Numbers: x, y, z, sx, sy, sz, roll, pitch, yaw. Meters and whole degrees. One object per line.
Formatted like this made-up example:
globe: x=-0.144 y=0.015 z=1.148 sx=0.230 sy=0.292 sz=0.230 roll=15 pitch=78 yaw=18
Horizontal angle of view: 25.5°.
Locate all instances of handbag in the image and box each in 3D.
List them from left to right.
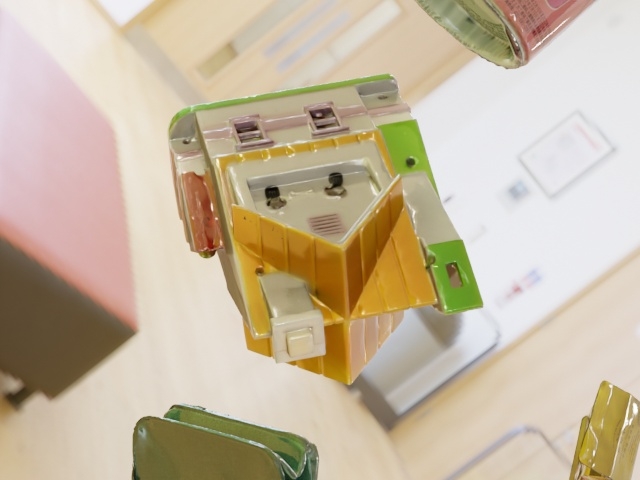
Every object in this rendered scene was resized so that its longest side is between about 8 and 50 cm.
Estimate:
handbag: x=-0.153 y=0.393 z=2.175 sx=0.326 sy=0.238 sz=0.089 roll=7 pitch=11 yaw=38

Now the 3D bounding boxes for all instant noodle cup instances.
instant noodle cup: x=0.210 y=-0.301 z=1.310 sx=0.244 sy=0.255 sz=0.244 roll=42 pitch=-7 yaw=6

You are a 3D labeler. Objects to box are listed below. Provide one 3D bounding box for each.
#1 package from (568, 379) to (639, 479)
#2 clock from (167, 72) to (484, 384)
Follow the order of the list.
package: x=0.226 y=0.160 z=1.105 sx=0.047 sy=0.071 sz=0.131 roll=16 pitch=-19 yaw=10
clock: x=0.000 y=0.000 z=1.297 sx=0.309 sy=0.235 sz=0.166 roll=-112 pitch=-165 yaw=-53
